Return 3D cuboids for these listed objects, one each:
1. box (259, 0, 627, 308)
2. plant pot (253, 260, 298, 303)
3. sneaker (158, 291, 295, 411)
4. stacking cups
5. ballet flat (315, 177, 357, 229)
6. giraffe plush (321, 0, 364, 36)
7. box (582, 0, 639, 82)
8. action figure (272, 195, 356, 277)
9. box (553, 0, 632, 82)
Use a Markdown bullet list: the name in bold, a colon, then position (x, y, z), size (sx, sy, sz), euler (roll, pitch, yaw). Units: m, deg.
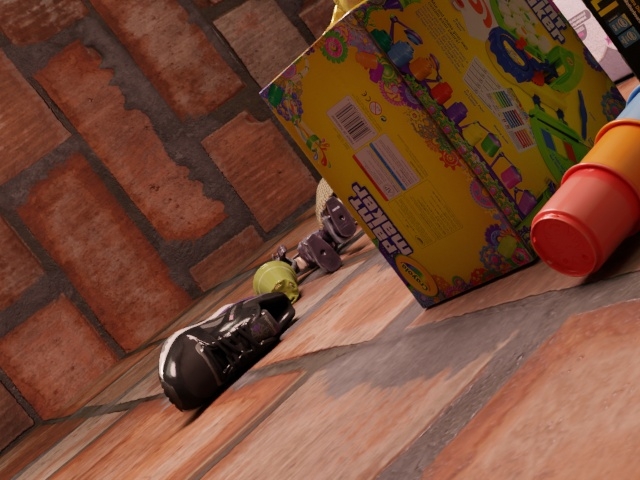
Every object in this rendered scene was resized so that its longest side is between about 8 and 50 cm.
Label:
- **box**: position (0.148, -0.137, 1.054), size (0.279, 0.290, 0.177), euler (-40, 6, -38)
- **plant pot**: position (-0.071, 0.085, 1.759), size (0.083, 0.083, 0.079), euler (-38, 18, -6)
- **sneaker**: position (-0.132, 0.146, 1.471), size (0.124, 0.107, 0.283), euler (-27, 10, 30)
- **stacking cups**: position (0.280, -0.092, 0.842), size (0.316, 0.096, 0.096), euler (-40, 6, -31)
- **ballet flat**: position (0.162, -0.160, 2.051), size (0.483, 0.164, 0.182), euler (-40, 24, 33)
- **giraffe plush**: position (0.031, -0.344, 1.086), size (0.181, 0.170, 0.210), euler (-40, 5, -21)
- **box**: position (0.364, -0.291, 1.150), size (0.079, 0.257, 0.322), euler (-33, 6, 26)
- **action figure**: position (0.000, 0.000, 1.875), size (0.185, 0.099, 0.285), euler (-47, 3, -11)
- **box**: position (0.470, -0.349, 1.448), size (0.142, 0.163, 0.247), euler (-37, 5, -20)
